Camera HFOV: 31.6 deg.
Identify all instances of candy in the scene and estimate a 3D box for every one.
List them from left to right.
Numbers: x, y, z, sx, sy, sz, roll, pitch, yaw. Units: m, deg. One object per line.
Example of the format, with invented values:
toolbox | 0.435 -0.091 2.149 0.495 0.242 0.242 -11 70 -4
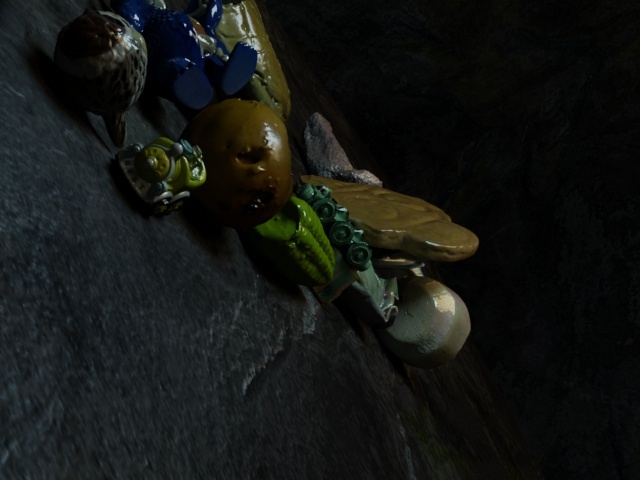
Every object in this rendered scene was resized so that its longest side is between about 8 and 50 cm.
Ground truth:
candy | -0.030 0.011 1.545 0.097 0.096 0.209 63 6 30

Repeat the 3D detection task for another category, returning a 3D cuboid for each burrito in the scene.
burrito | 0.047 0.052 1.861 0.229 0.089 0.144 53 24 -26

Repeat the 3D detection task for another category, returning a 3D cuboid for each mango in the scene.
mango | -0.099 -0.104 1.372 0.151 0.156 0.249 20 19 -9

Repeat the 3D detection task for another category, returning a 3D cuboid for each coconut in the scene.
coconut | 0.186 0.150 2.065 0.171 0.171 0.183 62 11 25

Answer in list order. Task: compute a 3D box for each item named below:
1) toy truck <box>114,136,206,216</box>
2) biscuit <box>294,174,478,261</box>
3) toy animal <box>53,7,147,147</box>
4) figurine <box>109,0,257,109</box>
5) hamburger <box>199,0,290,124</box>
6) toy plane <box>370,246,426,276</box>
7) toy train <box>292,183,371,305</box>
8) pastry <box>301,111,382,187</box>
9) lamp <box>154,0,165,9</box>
toy truck | -0.157 -0.073 1.153 0.076 0.077 0.111 59 9 5
biscuit | 0.109 -0.052 2.033 0.376 0.051 0.269 23 20 29
toy animal | -0.215 -0.161 1.119 0.098 0.098 0.137 -17 97 -81
figurine | -0.196 -0.257 1.461 0.262 0.164 0.121 59 -36 42
hamburger | -0.124 -0.243 1.672 0.309 0.132 0.211 -101 169 -84
toy plane | 0.108 0.037 2.075 0.226 0.226 0.058 14 64 -30
toy train | 0.000 0.000 1.698 0.176 0.118 0.074 49 6 -27
pastry | 0.022 -0.170 2.447 0.103 0.112 0.265 52 0 -43
lamp | -0.257 -0.378 1.760 0.056 0.050 0.198 53 11 -14
